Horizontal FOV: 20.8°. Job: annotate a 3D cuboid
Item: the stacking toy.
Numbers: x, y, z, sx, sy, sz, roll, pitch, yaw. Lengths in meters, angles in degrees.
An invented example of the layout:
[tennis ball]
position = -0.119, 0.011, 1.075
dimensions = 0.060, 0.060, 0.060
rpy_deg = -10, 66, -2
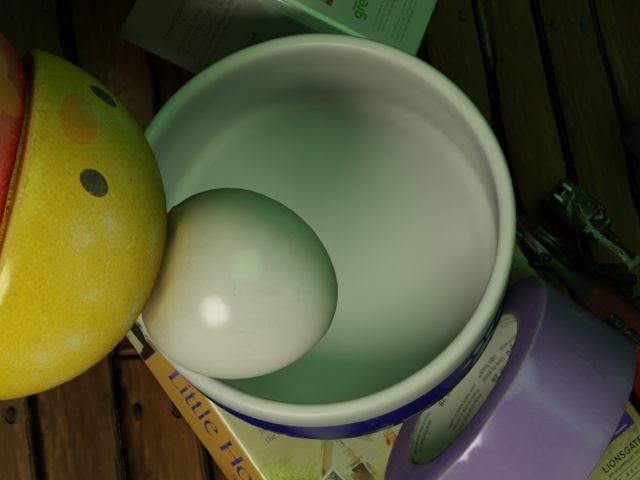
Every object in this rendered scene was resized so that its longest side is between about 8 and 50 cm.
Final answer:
[stacking toy]
position = -0.213, -0.023, 1.018
dimensions = 0.479, 0.350, 0.351
rpy_deg = 13, 65, -20

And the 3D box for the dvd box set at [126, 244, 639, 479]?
[dvd box set]
position = 0.057, 0.109, 1.329
dimensions = 0.307, 0.062, 0.420
rpy_deg = -35, 87, -31

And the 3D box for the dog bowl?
[dog bowl]
position = 0.000, 0.000, 1.185
dimensions = 0.264, 0.104, 0.265
rpy_deg = -2, 74, 6

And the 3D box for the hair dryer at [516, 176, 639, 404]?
[hair dryer]
position = 0.238, 0.079, 1.369
dimensions = 0.293, 0.080, 0.223
rpy_deg = 49, 23, 10

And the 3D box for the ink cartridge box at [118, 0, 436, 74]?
[ink cartridge box]
position = -0.028, -0.272, 1.351
dimensions = 0.271, 0.130, 0.309
rpy_deg = 27, 57, -7

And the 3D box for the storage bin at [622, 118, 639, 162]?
[storage bin]
position = 0.338, -0.106, 1.530
dimensions = 0.135, 0.091, 0.098
rpy_deg = -36, 88, -31

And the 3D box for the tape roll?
[tape roll]
position = 0.129, 0.124, 1.210
dimensions = 0.080, 0.189, 0.189
rpy_deg = 33, 60, -9
